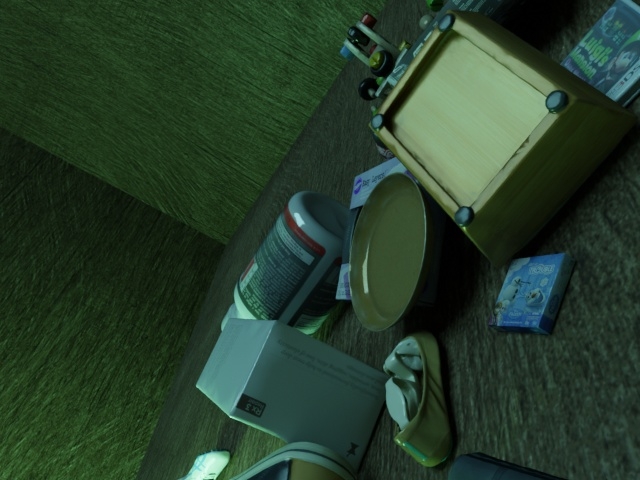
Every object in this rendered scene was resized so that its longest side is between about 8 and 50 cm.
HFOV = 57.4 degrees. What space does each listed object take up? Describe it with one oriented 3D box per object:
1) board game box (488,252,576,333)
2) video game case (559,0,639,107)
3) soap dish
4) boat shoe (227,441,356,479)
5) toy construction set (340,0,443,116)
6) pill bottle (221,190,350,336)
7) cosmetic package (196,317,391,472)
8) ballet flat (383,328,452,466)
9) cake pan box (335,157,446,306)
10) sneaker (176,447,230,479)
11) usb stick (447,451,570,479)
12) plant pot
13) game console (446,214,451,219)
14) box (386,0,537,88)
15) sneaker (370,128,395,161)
[{"bbox_3d":[0.238,0.061,0.665,0.090,0.020,0.090,-64,14,-15],"label":"board game box"},{"bbox_3d":[0.362,-0.218,0.762,0.173,0.022,0.190,-52,16,32],"label":"video game case"},{"bbox_3d":[0.203,-0.145,0.749,0.229,0.118,0.291,-53,47,23],"label":"soap dish"},{"bbox_3d":[-0.131,0.471,0.857,0.500,0.186,0.156,-46,14,33],"label":"boat shoe"},{"bbox_3d":[0.224,-0.428,1.383,0.308,0.257,0.237,-35,38,10],"label":"toy construction set"},{"bbox_3d":[-0.059,0.091,1.268,0.363,0.210,0.210,-54,15,24],"label":"pill bottle"},{"bbox_3d":[-0.067,0.244,1.000,0.156,0.217,0.385,-65,16,-16],"label":"cosmetic package"},{"bbox_3d":[0.118,0.179,0.753,0.080,0.073,0.232,-55,15,23],"label":"ballet flat"},{"bbox_3d":[0.118,-0.013,1.002,0.267,0.070,0.246,167,116,-69],"label":"cake pan box"},{"bbox_3d":[-0.287,0.585,1.425,0.237,0.085,0.086,-50,43,26],"label":"sneaker"},{"bbox_3d":[0.187,0.228,0.467,0.077,0.045,0.278,-65,15,-17],"label":"usb stick"},{"bbox_3d":[0.105,0.018,0.868,0.236,0.032,0.237,-171,90,-70],"label":"plant pot"},{"bbox_3d":[0.226,-0.127,0.936,0.124,0.085,0.144,-38,26,58],"label":"game console"},{"bbox_3d":[0.286,-0.396,1.056,0.242,0.076,0.307,-34,-8,-43],"label":"box"},{"bbox_3d":[0.233,-0.210,1.057,0.270,0.145,0.090,-25,51,9],"label":"sneaker"}]
